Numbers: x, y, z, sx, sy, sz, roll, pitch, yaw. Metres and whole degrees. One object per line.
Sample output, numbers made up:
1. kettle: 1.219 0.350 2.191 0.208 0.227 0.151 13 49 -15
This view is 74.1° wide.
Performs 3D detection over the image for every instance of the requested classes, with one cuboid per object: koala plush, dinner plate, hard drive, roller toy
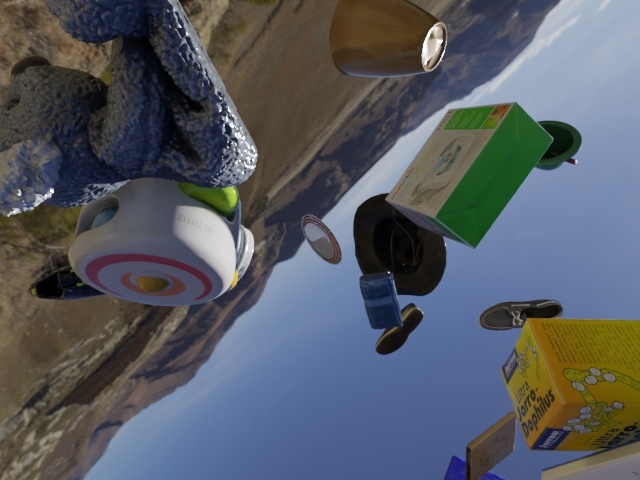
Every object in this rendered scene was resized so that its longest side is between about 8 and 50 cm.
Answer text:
1. koala plush: -0.193 -0.102 0.382 0.221 0.203 0.196 -28 -157 0
2. dinner plate: 0.000 0.000 1.012 0.017 0.141 0.141 -35 -171 25
3. hard drive: 0.628 0.482 0.827 0.040 0.210 0.318 -57 172 -40
4. roller toy: -0.201 0.000 0.540 0.209 0.191 0.146 106 -14 -59

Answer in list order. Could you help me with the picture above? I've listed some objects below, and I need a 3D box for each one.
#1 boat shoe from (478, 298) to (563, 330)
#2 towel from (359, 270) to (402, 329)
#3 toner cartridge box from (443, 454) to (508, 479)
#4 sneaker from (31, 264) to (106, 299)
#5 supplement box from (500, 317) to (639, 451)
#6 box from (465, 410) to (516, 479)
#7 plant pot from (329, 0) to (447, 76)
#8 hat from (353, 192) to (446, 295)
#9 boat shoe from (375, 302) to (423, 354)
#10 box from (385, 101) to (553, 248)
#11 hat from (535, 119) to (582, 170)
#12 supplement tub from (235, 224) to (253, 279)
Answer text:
1. boat shoe: 0.513 0.188 1.089 0.206 0.075 0.065 -12 167 13
2. towel: 0.117 0.118 0.821 0.067 0.119 0.029 -12 -157 11
3. toner cartridge box: 0.545 0.806 1.276 0.165 0.348 0.075 -29 128 -54
4. sneaker: -0.475 0.083 0.858 0.235 0.084 0.097 -18 179 15
5. supplement box: 0.598 0.296 0.867 0.195 0.357 0.194 -89 179 -50
6. box: 0.512 0.623 1.269 0.201 0.164 0.021 -22 -152 -25
7. plant pot: 0.195 -0.536 1.132 0.237 0.254 0.237 -34 140 -35
8. hat: 0.247 0.001 1.224 0.134 0.331 0.331 -19 166 -39
9. boat shoe: 0.190 0.216 1.035 0.152 0.056 0.049 -48 -160 14
10. box: 0.299 -0.142 0.899 0.262 0.127 0.231 -55 -159 3
11. hat: 0.621 -0.209 1.173 0.208 0.183 0.173 -5 -128 19
12. supplement tub: -0.379 -0.006 1.208 0.235 0.325 0.235 -26 -129 36
